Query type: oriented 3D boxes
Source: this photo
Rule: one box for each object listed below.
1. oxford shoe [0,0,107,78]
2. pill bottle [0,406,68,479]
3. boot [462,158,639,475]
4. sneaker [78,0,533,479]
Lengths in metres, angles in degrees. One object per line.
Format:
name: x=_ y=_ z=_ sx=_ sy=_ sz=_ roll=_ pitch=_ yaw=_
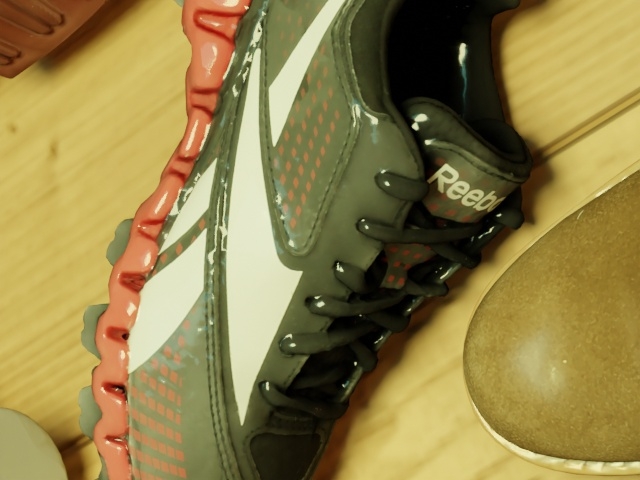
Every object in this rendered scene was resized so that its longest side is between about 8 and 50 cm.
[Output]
oxford shoe: x=-0.234 y=-0.102 z=0.835 sx=0.397 sy=0.140 sz=0.146 roll=-28 pitch=59 yaw=26
pill bottle: x=-0.209 y=0.112 z=0.794 sx=0.208 sy=0.118 sz=0.117 roll=-3 pitch=84 yaw=32
boot: x=0.156 y=-0.004 z=0.573 sx=0.305 sy=0.115 sz=0.112 roll=-23 pitch=76 yaw=31
sneaker: x=0.000 y=0.000 z=0.681 sx=0.135 sy=0.098 sz=0.276 roll=16 pitch=92 yaw=35
